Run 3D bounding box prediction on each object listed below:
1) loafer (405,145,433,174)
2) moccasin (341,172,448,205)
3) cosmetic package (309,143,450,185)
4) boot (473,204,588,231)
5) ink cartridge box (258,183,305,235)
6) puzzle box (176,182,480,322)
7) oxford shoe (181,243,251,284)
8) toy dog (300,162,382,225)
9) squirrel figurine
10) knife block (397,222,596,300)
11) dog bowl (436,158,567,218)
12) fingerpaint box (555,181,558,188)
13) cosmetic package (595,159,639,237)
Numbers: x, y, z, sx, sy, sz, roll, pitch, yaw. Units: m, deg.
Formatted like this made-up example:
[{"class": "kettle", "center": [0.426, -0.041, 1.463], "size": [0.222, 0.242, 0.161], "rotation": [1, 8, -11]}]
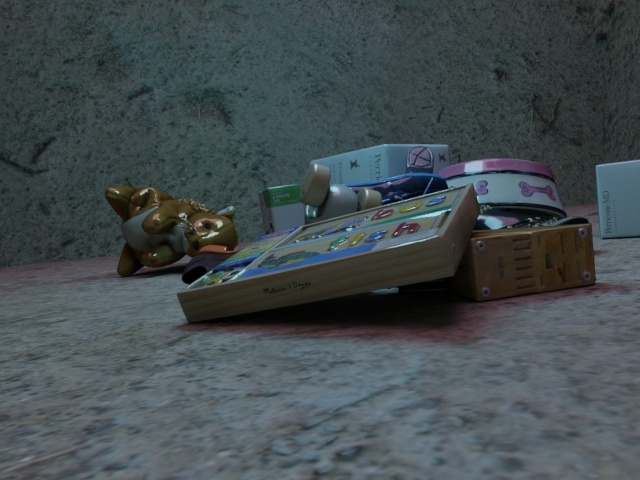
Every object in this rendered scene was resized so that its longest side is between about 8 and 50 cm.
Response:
[{"class": "loafer", "center": [0.281, -0.141, 1.518], "size": [0.108, 0.303, 0.095], "rotation": [10, -31, 11]}, {"class": "moccasin", "center": [0.179, -0.088, 1.350], "size": [0.341, 0.117, 0.138], "rotation": [-11, -25, -9]}, {"class": "cosmetic package", "center": [0.214, -0.148, 1.810], "size": [0.327, 0.330, 0.393], "rotation": [-7, 3, -39]}, {"class": "boot", "center": [0.436, -0.031, 1.101], "size": [0.236, 0.085, 0.178], "rotation": [-12, 28, -29]}, {"class": "ink cartridge box", "center": [-0.099, -0.035, 1.410], "size": [0.092, 0.220, 0.160], "rotation": [-10, 4, -16]}, {"class": "puzzle box", "center": [0.021, 0.015, 0.776], "size": [0.408, 0.052, 0.272], "rotation": [-13, 13, 27]}, {"class": "oxford shoe", "center": [-0.170, 0.069, 1.062], "size": [0.271, 0.097, 0.098], "rotation": [-3, 30, 33]}, {"class": "toy dog", "center": [0.000, 0.000, 1.060], "size": [0.219, 0.161, 0.334], "rotation": [9, -35, 3]}, {"class": "squirrel figurine", "center": [-0.409, -0.038, 1.638], "size": [0.369, 0.282, 0.397], "rotation": [2, 9, 22]}, {"class": "knife block", "center": [0.246, 0.029, 0.820], "size": [0.275, 0.088, 0.242], "rotation": [-7, 4, -11]}, {"class": "dog bowl", "center": [0.509, -0.122, 1.535], "size": [0.407, 0.151, 0.408], "rotation": [2, -11, 0]}, {"class": "fingerpaint box", "center": [0.675, -0.127, 2.081], "size": [0.444, 0.163, 0.371], "rotation": [-9, 4, -35]}, {"class": "cosmetic package", "center": [0.889, -0.116, 1.270], "size": [0.365, 0.197, 0.155], "rotation": [-6, 4, 28]}]
